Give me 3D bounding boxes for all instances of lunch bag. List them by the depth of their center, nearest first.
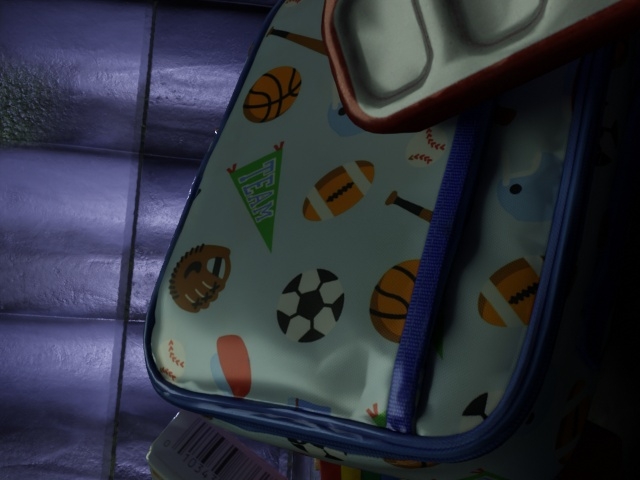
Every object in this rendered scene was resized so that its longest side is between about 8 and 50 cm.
[{"bbox_3d":[0.051,-0.030,0.452,0.115,0.243,0.304,39,-118,-47],"label":"lunch bag"}]

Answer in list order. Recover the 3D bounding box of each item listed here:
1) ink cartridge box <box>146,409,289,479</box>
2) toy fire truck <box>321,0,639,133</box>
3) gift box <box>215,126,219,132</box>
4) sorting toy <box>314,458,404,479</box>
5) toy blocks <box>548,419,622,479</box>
[{"bbox_3d":[-0.016,0.298,0.757,0.072,0.303,0.307,-51,-11,-24],"label":"ink cartridge box"},{"bbox_3d":[0.103,-0.201,0.314,0.302,0.169,0.254,-20,84,38],"label":"toy fire truck"},{"bbox_3d":[0.000,0.000,0.977,0.276,0.255,0.258,-84,0,-61],"label":"gift box"},{"bbox_3d":[0.040,0.081,0.677,0.257,0.089,0.256,-84,-7,-74],"label":"sorting toy"},{"bbox_3d":[0.064,0.255,0.390,0.261,0.190,0.381,-42,22,33],"label":"toy blocks"}]
